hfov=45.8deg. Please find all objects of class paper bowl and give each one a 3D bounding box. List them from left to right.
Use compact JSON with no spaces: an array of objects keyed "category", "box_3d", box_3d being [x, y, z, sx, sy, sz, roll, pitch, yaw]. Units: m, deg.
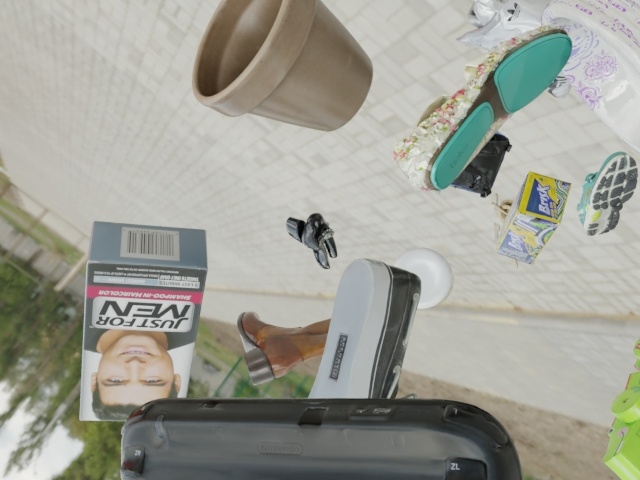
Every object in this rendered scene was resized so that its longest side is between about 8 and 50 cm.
[{"category":"paper bowl","box_3d":[0.431,-0.236,0.973,0.284,0.148,0.284,50,-173,-9]}]

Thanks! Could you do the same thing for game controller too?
[{"category":"game controller","box_3d":[-0.009,0.197,0.562,0.319,0.067,0.166,-5,112,26]}]

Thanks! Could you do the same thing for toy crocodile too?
[{"category":"toy crocodile","box_3d":[0.562,0.264,1.289,0.115,0.340,0.105,41,148,-5]}]

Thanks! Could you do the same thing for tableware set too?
[{"category":"tableware set","box_3d":[0.484,-0.021,1.939,0.128,0.039,0.194,32,149,38]}]

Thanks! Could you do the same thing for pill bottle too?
[{"category":"pill bottle","box_3d":[0.181,0.068,1.329,0.103,0.103,0.184,33,-177,12]}]

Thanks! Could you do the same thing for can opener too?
[{"category":"can opener","box_3d":[0.000,0.000,1.307,0.073,0.059,0.186,35,173,25]}]

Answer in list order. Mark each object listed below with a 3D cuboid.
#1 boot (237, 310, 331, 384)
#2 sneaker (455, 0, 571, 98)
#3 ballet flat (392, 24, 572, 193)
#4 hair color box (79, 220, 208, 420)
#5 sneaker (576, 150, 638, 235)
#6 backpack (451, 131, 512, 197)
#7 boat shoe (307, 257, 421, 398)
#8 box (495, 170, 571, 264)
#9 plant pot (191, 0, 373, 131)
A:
[{"category":"boot","box_3d":[-0.043,0.200,1.737,0.264,0.281,0.096,-123,14,-71]},{"category":"sneaker","box_3d":[0.363,-0.358,1.318,0.210,0.137,0.366,27,-170,12]},{"category":"ballet flat","box_3d":[0.166,-0.153,0.813,0.077,0.241,0.091,35,164,42]},{"category":"hair color box","box_3d":[-0.310,0.151,1.309,0.186,0.374,0.113,5,-142,-14]},{"category":"sneaker","box_3d":[0.660,-0.119,1.794,0.275,0.107,0.109,89,167,-57]},{"category":"backpack","box_3d":[0.212,-0.133,1.153,0.114,0.104,0.084,12,-160,-26]},{"category":"boat shoe","box_3d":[0.053,0.179,0.919,0.105,0.306,0.113,16,172,-28]},{"category":"box","box_3d":[0.271,-0.026,0.977,0.054,0.059,0.169,18,164,8]},{"category":"plant pot","box_3d":[-0.043,-0.293,1.229,0.229,0.262,0.263,23,176,-33]}]
